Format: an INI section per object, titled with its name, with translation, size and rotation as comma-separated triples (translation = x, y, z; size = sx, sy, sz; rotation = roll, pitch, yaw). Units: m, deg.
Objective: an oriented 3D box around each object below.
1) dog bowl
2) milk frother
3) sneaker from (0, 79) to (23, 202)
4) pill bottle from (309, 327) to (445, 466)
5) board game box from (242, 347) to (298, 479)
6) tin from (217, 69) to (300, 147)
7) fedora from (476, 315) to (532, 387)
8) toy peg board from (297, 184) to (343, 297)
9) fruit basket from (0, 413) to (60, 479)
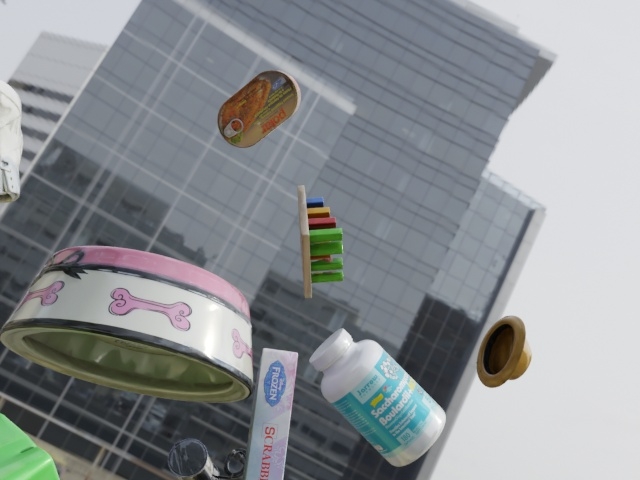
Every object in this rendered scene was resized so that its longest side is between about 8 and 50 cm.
[dog bowl]
translation = -0.296, 0.142, 1.277
size = 0.408, 0.150, 0.408
rotation = 9, -23, 4
[milk frother]
translation = -0.234, 0.475, 1.664
size = 0.129, 0.143, 0.134
rotation = 26, -28, 21
[sneaker]
translation = -0.613, -0.173, 1.461
size = 0.108, 0.169, 0.292
rotation = -3, -20, -10
[pill bottle]
translation = 0.102, 0.292, 1.484
size = 0.264, 0.146, 0.146
rotation = 45, -17, -4
[board game box]
translation = -0.102, 0.381, 1.430
size = 0.066, 0.318, 0.318
rotation = 8, -17, -4
[tin]
translation = -0.123, -0.265, 1.573
size = 0.106, 0.190, 0.040
rotation = 56, 21, 1
[fedora]
translation = 0.475, 0.287, 1.959
size = 0.079, 0.194, 0.194
rotation = 26, -13, -20
[toy peg board]
translation = 0.000, 0.000, 1.526
size = 0.079, 0.160, 0.161
rotation = -3, -51, -2
[fruit basket]
translation = -0.456, 0.418, 0.870
size = 0.283, 0.392, 0.392
rotation = 22, -15, 37
